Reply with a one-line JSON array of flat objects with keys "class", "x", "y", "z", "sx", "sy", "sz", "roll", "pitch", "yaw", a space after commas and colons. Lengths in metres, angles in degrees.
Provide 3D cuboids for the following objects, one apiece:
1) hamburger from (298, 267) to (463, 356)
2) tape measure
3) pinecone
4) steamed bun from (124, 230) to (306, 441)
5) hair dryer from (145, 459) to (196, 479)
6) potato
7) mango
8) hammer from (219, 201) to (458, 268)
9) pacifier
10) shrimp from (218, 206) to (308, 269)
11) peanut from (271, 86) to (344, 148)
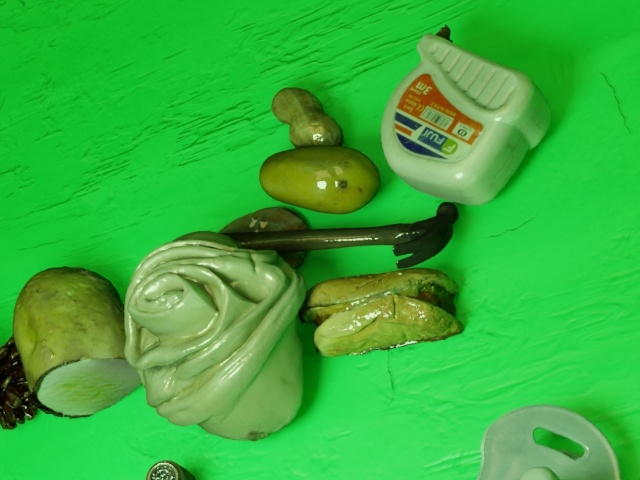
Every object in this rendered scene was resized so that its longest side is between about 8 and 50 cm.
[{"class": "hamburger", "x": 0.080, "y": 0.101, "z": 1.810, "sx": 0.262, "sy": 0.131, "sz": 0.124, "roll": -13, "pitch": 63, "yaw": 18}, {"class": "tape measure", "x": 0.228, "y": -0.195, "z": 1.896, "sx": 0.258, "sy": 0.130, "sz": 0.265, "roll": 34, "pitch": 88, "yaw": 40}, {"class": "pinecone", "x": -0.570, "y": 0.246, "z": 2.061, "sx": 0.150, "sy": 0.179, "sz": 0.195, "roll": -30, "pitch": 55, "yaw": -27}, {"class": "steamed bun", "x": -0.193, "y": 0.148, "z": 1.819, "sx": 0.310, "sy": 0.219, "sz": 0.324, "roll": 8, "pitch": 93, "yaw": 39}, {"class": "hair dryer", "x": -0.180, "y": 0.404, "z": 1.811, "sx": 0.182, "sy": 0.117, "sz": 0.064, "roll": 21, "pitch": 73, "yaw": 15}, {"class": "potato", "x": -0.424, "y": 0.152, "z": 2.006, "sx": 0.229, "sy": 0.229, "sz": 0.266, "roll": -29, "pitch": 58, "yaw": 12}, {"class": "mango", "x": -0.010, "y": -0.110, "z": 1.965, "sx": 0.251, "sy": 0.156, "sz": 0.114, "roll": 15, "pitch": 115, "yaw": 41}, {"class": "hammer", "x": 0.000, "y": 0.000, "z": 1.898, "sx": 0.440, "sy": 0.044, "sz": 0.168, "roll": -3, "pitch": 25, "yaw": 25}, {"class": "pacifier", "x": 0.293, "y": 0.346, "z": 1.513, "sx": 0.227, "sy": 0.207, "sz": 0.279, "roll": 21, "pitch": 75, "yaw": 17}, {"class": "shrimp", "x": -0.163, "y": 0.046, "z": 2.017, "sx": 0.317, "sy": 0.062, "sz": 0.164, "roll": -33, "pitch": 49, "yaw": 4}, {"class": "peanut", "x": -0.027, "y": -0.213, "z": 2.072, "sx": 0.089, "sy": 0.089, "sz": 0.193, "roll": -39, "pitch": 47, "yaw": 4}]
